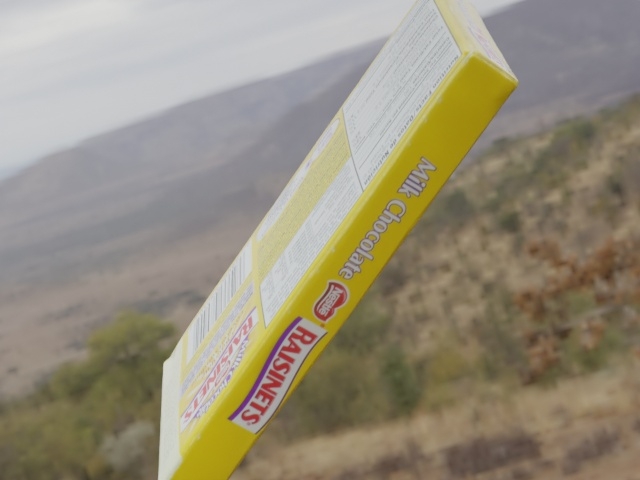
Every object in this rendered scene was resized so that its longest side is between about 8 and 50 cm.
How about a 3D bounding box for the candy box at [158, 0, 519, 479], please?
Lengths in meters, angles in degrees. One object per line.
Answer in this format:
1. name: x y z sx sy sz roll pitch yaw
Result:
1. candy box: 0.000 0.000 0.629 0.206 0.027 0.105 -54 19 17
